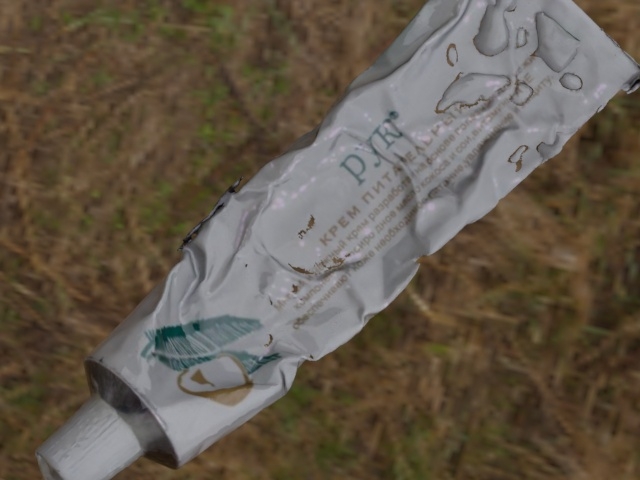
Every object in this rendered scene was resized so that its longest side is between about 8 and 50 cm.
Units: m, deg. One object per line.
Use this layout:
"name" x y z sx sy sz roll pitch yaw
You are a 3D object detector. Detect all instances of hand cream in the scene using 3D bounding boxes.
"hand cream" 0.000 0.000 0.709 0.257 0.050 0.084 -45 92 -6
